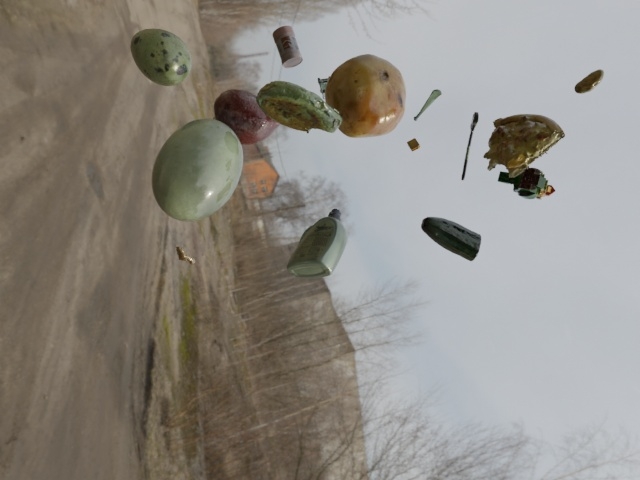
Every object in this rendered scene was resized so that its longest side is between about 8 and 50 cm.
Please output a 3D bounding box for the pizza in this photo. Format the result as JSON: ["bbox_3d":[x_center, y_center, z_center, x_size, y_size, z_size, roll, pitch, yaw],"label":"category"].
[{"bbox_3d":[0.653,-0.333,1.450,0.223,0.089,0.323,-57,-158,10],"label":"pizza"}]

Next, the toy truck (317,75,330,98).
[{"bbox_3d":[0.032,-0.870,2.450,0.177,0.080,0.115,-95,176,-64],"label":"toy truck"}]

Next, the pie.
[{"bbox_3d":[-0.075,-0.439,1.440,0.302,0.303,0.066,161,-54,-80],"label":"pie"}]

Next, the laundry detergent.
[{"bbox_3d":[0.000,0.000,1.573,0.105,0.215,0.280,45,50,-34],"label":"laundry detergent"}]

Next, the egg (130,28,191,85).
[{"bbox_3d":[-0.555,-0.637,1.478,0.228,0.177,0.177,33,-24,13],"label":"egg"}]

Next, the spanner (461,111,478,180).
[{"bbox_3d":[0.688,-0.434,1.983,0.087,0.024,0.315,-68,163,-66],"label":"spanner"}]

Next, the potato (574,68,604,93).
[{"bbox_3d":[0.845,-0.495,1.343,0.046,0.045,0.092,47,-48,-4],"label":"potato"}]

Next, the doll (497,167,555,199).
[{"bbox_3d":[0.751,-0.201,1.540,0.134,0.186,0.106,10,-95,56],"label":"doll"}]

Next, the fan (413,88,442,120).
[{"bbox_3d":[0.429,-0.549,1.741,0.193,0.038,0.016,131,-32,-63],"label":"fan"}]

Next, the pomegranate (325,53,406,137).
[{"bbox_3d":[0.184,-0.566,1.727,0.342,0.343,0.342,166,-90,-80],"label":"pomegranate"}]

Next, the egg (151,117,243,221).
[{"bbox_3d":[-0.390,-0.226,1.369,0.352,0.258,0.258,-60,178,-16],"label":"egg"}]

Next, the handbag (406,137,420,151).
[{"bbox_3d":[0.575,-0.590,2.642,0.027,0.061,0.083,53,16,-45],"label":"handbag"}]

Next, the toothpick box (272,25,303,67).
[{"bbox_3d":[-0.148,-0.870,1.928,0.098,0.098,0.148,163,-92,-80],"label":"toothpick box"}]

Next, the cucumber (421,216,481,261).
[{"bbox_3d":[0.493,-0.010,1.626,0.063,0.244,0.115,-72,-172,-67],"label":"cucumber"}]

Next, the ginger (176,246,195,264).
[{"bbox_3d":[-0.467,0.055,1.452,0.097,0.048,0.030,59,37,-48],"label":"ginger"}]

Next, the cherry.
[{"bbox_3d":[-0.309,-0.499,1.751,0.230,0.300,0.203,88,14,-59],"label":"cherry"}]
